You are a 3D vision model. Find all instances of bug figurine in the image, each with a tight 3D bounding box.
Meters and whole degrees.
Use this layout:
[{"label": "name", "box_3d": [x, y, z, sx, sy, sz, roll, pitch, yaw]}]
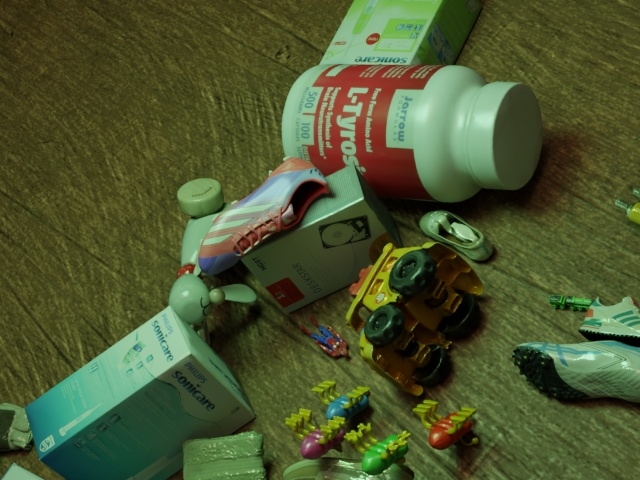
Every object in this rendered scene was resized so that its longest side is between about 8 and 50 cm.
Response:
[{"label": "bug figurine", "box_3d": [0.082, 0.278, 1.827, 0.279, 0.072, 0.216, 7, 20, 40]}]

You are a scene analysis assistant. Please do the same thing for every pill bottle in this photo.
[{"label": "pill bottle", "box_3d": [0.154, -0.183, 2.104, 0.408, 0.229, 0.229, 6, 59, 37]}]

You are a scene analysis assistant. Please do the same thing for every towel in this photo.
[{"label": "towel", "box_3d": [-0.153, 0.362, 1.965, 0.148, 0.027, 0.110, -11, 80, 23]}]

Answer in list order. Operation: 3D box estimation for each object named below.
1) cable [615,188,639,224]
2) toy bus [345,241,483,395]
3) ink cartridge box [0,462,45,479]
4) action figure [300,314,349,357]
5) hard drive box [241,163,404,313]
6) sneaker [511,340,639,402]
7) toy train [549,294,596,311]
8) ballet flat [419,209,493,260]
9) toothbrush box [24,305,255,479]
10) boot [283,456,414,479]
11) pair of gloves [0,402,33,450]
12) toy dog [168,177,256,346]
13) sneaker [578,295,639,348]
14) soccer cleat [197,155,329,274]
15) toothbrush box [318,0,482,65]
[{"label": "cable", "box_3d": [0.576, -0.013, 1.835, 0.139, 0.072, 0.287, -33, 55, -9]}, {"label": "toy bus", "box_3d": [0.114, 0.113, 1.959, 0.211, 0.149, 0.220, 8, 62, 52]}, {"label": "ink cartridge box", "box_3d": [-0.406, 0.489, 1.907, 0.168, 0.232, 0.171, 16, 64, 38]}, {"label": "action figure", "box_3d": [0.010, 0.163, 2.058, 0.038, 0.030, 0.115, -43, 46, -13]}, {"label": "hard drive box", "box_3d": [0.000, 0.000, 2.088, 0.232, 0.181, 0.089, -26, 46, 14]}, {"label": "sneaker", "box_3d": [0.386, 0.179, 1.773, 0.237, 0.085, 0.086, 4, 31, 39]}, {"label": "toy train", "box_3d": [0.384, 0.094, 1.874, 0.083, 0.023, 0.017, 4, 57, 35]}, {"label": "ballet flat", "box_3d": [0.220, -0.020, 2.053, 0.057, 0.052, 0.168, -49, 44, -11]}, {"label": "toothbrush box", "box_3d": [-0.290, 0.279, 2.018, 0.295, 0.216, 0.126, -35, 44, 4]}, {"label": "boot", "box_3d": [0.026, 0.405, 1.814, 0.213, 0.077, 0.165, -6, 55, 29]}, {"label": "pair of gloves", "box_3d": [-0.614, 0.404, 2.250, 0.204, 0.042, 0.240, -8, 53, 23]}, {"label": "toy dog", "box_3d": [-0.165, 0.026, 2.160, 0.161, 0.220, 0.333, -11, 51, 8]}, {"label": "sneaker", "box_3d": [0.453, 0.116, 1.786, 0.161, 0.057, 0.075, 6, 64, 39]}, {"label": "soccer cleat", "box_3d": [-0.093, -0.032, 1.991, 0.248, 0.083, 0.095, -45, 50, -10]}, {"label": "toothbrush box", "box_3d": [0.149, -0.379, 2.349, 0.206, 0.122, 0.283, 8, 61, 37]}]
